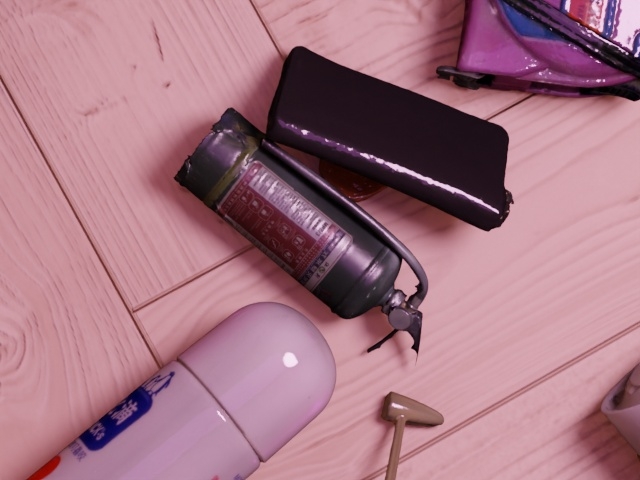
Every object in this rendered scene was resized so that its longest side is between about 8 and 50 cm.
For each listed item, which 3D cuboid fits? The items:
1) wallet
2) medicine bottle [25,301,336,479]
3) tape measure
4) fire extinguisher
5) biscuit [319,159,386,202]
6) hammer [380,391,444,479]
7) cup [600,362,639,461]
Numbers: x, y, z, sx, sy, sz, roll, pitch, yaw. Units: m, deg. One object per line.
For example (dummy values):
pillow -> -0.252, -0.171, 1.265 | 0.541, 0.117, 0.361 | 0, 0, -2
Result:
wallet -> 0.071, -0.098, 1.829 | 0.250, 0.044, 0.149 | 21, 38, -8
medicine bottle -> -0.133, 0.189, 1.763 | 0.341, 0.130, 0.130 | -39, 88, -9
tape measure -> 0.239, -0.251, 1.857 | 0.245, 0.149, 0.232 | 9, 85, 2
fire extinguisher -> 0.000, 0.000, 1.820 | 0.294, 0.093, 0.118 | 40, 118, 0
biscuit -> 0.039, -0.082, 1.874 | 0.091, 0.015, 0.078 | -30, 84, -10
hammer -> 0.073, 0.225, 1.786 | 0.060, 0.028, 0.195 | 21, 46, -7
cup -> 0.411, 0.176, 1.818 | 0.241, 0.185, 0.226 | -36, 94, -40
